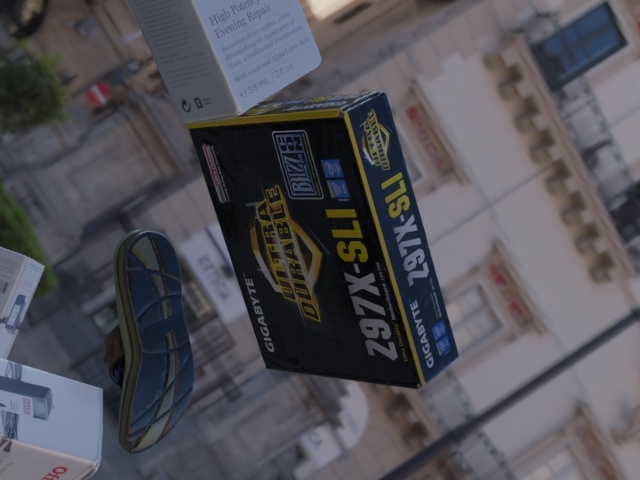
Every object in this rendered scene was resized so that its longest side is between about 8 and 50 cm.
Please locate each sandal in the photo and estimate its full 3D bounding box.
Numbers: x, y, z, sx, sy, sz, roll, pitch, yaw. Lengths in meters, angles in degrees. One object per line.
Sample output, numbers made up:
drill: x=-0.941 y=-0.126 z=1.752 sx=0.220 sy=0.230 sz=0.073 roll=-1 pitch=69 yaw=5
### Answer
sandal: x=-0.237 y=0.131 z=1.611 sx=0.086 sy=0.120 sz=0.303 roll=7 pitch=-78 yaw=38

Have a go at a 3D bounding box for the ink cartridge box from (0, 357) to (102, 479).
ink cartridge box: x=-0.334 y=0.180 z=1.135 sx=0.218 sy=0.158 sz=0.092 roll=24 pitch=44 yaw=-30

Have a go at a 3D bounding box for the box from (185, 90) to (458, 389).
box: x=0.000 y=0.000 z=1.367 sx=0.257 sy=0.079 sz=0.322 roll=1 pitch=-66 yaw=44

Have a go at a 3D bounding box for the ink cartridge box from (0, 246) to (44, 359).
ink cartridge box: x=-0.436 y=0.079 z=1.551 sx=0.109 sy=0.150 sz=0.063 roll=19 pitch=-9 yaw=13

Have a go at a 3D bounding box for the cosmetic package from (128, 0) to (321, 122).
cosmetic package: x=-0.100 y=-0.227 z=1.018 sx=0.085 sy=0.117 sz=0.231 roll=-2 pitch=-62 yaw=45
